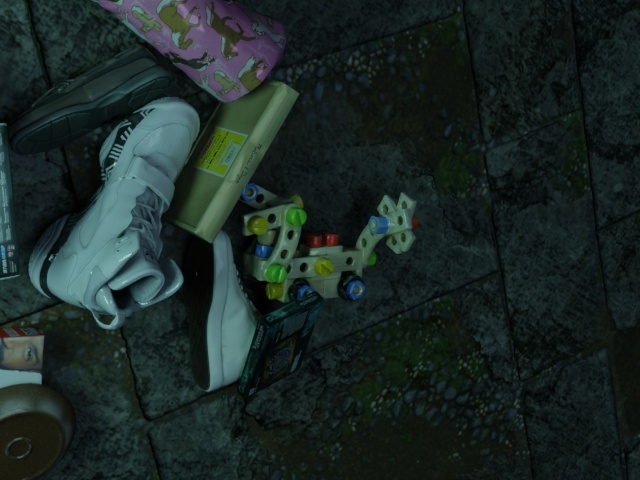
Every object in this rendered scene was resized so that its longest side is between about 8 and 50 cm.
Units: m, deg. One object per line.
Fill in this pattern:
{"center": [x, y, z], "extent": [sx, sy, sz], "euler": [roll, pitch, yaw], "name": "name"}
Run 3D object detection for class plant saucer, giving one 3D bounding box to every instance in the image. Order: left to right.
{"center": [-0.466, 0.310, 1.894], "extent": [0.198, 0.036, 0.198], "euler": [-15, 126, -22], "name": "plant saucer"}

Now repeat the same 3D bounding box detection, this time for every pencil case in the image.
{"center": [-0.232, -0.362, 1.815], "extent": [0.386, 0.167, 0.160], "euler": [34, 72, -32], "name": "pencil case"}

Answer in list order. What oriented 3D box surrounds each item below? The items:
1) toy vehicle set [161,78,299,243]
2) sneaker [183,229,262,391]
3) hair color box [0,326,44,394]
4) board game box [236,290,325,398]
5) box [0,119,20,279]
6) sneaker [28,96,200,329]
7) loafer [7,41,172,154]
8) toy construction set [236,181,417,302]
{"center": [-0.150, -0.133, 1.924], "extent": [0.035, 0.166, 0.267], "euler": [32, 85, -32], "name": "toy vehicle set"}
{"center": [-0.151, 0.101, 2.028], "extent": [0.123, 0.106, 0.290], "euler": [-14, 120, -30], "name": "sneaker"}
{"center": [-0.506, 0.184, 1.860], "extent": [0.167, 0.053, 0.093], "euler": [-2, 103, -32], "name": "hair color box"}
{"center": [-0.067, 0.173, 2.038], "extent": [0.126, 0.026, 0.186], "euler": [-24, 148, -38], "name": "board game box"}
{"center": [-0.479, -0.069, 1.739], "extent": [0.051, 0.175, 0.220], "euler": [-10, 108, -28], "name": "box"}
{"center": [-0.263, -0.036, 1.843], "extent": [0.366, 0.210, 0.137], "euler": [-54, 138, -6], "name": "sneaker"}
{"center": [-0.354, -0.213, 1.844], "extent": [0.267, 0.096, 0.084], "euler": [-27, 73, -23], "name": "loafer"}
{"center": [0.000, 0.000, 2.069], "extent": [0.328, 0.151, 0.215], "euler": [0, 103, -20], "name": "toy construction set"}
